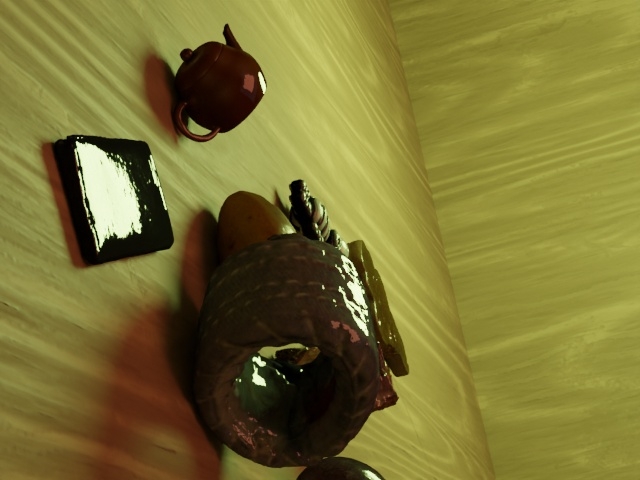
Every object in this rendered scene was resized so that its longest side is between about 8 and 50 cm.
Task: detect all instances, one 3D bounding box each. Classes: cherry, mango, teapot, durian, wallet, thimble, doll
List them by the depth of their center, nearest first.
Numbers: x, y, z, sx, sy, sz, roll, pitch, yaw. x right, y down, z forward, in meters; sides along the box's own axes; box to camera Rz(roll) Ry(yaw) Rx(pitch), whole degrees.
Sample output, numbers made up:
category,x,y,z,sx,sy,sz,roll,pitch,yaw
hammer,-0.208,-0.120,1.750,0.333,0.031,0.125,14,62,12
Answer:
category,x,y,z,sx,sy,sz,roll,pitch,yaw
wallet,-0.201,-0.043,1.441,0.244,0.025,0.124,-13,88,-79
thimble,-0.033,0.121,1.574,0.172,0.205,0.236,-92,162,-52
mango,-0.073,0.030,1.751,0.147,0.109,0.227,78,-9,-45
cherry,0.034,0.348,1.766,0.176,0.140,0.176,60,6,-11
teapot,-0.136,-0.197,1.778,0.173,0.116,0.116,-64,145,-31
durian,-0.029,0.168,1.881,0.130,0.066,0.052,81,9,-71
doll,0.000,0.000,2.230,0.091,0.067,0.219,-96,168,-53

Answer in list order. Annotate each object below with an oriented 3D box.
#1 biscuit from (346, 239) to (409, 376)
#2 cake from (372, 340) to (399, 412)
category,x,y,z,sx,sy,sz,roll,pitch,yaw
biscuit,0.103,0.140,2.587,0.320,0.047,0.183,60,21,-51
cake,0.042,0.189,2.078,0.295,0.112,0.116,-132,-147,-84
